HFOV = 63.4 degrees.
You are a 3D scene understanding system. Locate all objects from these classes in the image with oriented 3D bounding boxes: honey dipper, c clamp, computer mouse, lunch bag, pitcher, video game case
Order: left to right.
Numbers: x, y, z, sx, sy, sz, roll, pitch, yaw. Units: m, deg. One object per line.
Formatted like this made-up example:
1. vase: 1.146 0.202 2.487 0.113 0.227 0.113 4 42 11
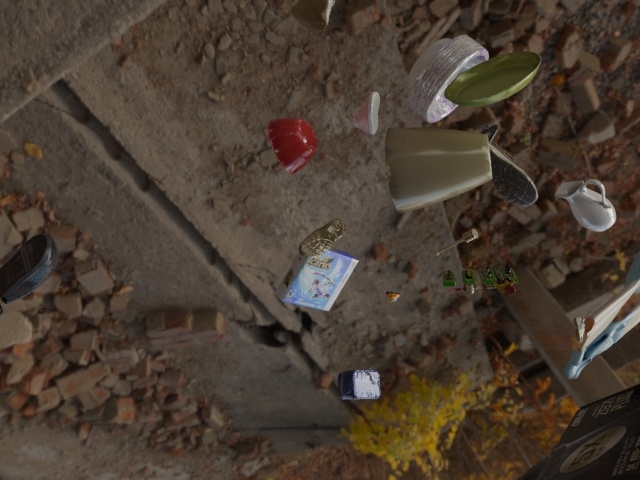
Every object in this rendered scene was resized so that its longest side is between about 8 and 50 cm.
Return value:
1. computer mouse: -0.793 0.088 1.384 0.272 0.188 0.072 -37 144 8
2. video game case: -0.009 0.139 1.986 0.270 0.061 0.244 19 104 -46
3. lunch bag: 0.090 0.338 1.214 0.099 0.067 0.065 14 157 -37
4. honey dipper: 0.410 0.009 1.591 0.031 0.030 0.161 14 149 -36
5. c clamp: 0.525 -0.321 1.696 0.022 0.137 0.160 36 75 -15
6. pitcher: 0.986 -0.133 1.876 0.207 0.178 0.125 42 73 -8

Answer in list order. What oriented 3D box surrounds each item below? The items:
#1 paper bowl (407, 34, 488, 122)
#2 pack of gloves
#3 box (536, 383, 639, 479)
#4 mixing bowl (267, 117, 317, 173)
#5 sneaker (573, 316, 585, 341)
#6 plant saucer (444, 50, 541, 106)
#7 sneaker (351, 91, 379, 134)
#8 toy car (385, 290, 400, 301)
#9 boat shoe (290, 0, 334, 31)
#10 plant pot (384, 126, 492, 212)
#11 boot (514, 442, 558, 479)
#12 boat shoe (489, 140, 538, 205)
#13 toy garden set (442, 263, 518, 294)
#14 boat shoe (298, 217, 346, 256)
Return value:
1. paper bowl: 0.400 -0.541 1.701 0.284 0.148 0.284 -38 163 -14
2. pack of gloves: 0.424 0.092 0.745 0.232 0.046 0.195 -32 141 -18
3. box: 0.299 0.212 0.486 0.180 0.077 0.147 -27 163 -42
4. mixing bowl: -0.074 -0.307 1.595 0.098 0.181 0.181 -21 142 21
5. sneaker: 0.863 0.294 1.711 0.037 0.083 0.032 2 158 5
6. plant saucer: 0.435 -0.402 1.312 0.241 0.241 0.037 -28 119 4
7. sneaker: 0.113 -0.335 1.342 0.051 0.070 0.134 -55 160 -25
8. toy car: 0.279 0.228 2.081 0.122 0.060 0.040 8 91 -68
9. boat shoe: -0.005 -0.587 1.239 0.098 0.277 0.096 25 89 -10
10. plant pot: 0.350 -0.223 1.507 0.274 0.256 0.256 -7 143 20
11. boot: 0.307 0.446 0.781 0.378 0.138 0.284 -10 139 -42
12. boat shoe: 0.722 -0.287 2.030 0.355 0.130 0.132 44 135 -6
13. toy garden set: 0.541 0.127 1.763 0.245 0.204 0.049 -4 105 12
14. boat shoe: 0.000 -0.001 1.428 0.060 0.064 0.178 -26 -173 47
